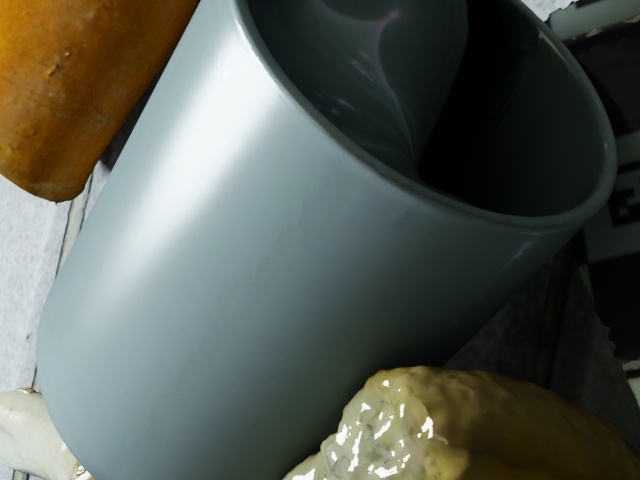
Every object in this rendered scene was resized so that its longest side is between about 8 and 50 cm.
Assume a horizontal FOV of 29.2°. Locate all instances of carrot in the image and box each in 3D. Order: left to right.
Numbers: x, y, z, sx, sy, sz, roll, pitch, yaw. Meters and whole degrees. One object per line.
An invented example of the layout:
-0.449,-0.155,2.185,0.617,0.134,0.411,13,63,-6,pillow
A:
-0.177,-0.221,0.895,0.214,0.193,0.331,42,109,14,carrot

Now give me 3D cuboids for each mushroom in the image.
-0.198,0.159,0.919,0.209,0.071,0.084,16,120,43,mushroom

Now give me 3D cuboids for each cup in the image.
-0.019,0.005,0.647,0.312,0.205,0.205,-52,52,39,cup

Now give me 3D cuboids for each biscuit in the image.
0.064,0.177,0.618,0.274,0.213,0.091,-52,20,31,biscuit

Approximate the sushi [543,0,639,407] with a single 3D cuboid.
0.280,-0.025,0.577,0.320,0.069,0.339,-31,62,21,sushi
